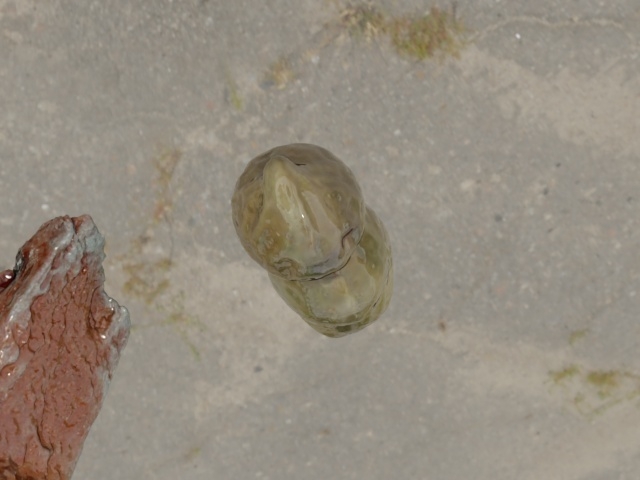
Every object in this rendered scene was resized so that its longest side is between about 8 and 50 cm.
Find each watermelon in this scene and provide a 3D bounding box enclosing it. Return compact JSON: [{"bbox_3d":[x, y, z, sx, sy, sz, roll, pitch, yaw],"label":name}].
[{"bbox_3d":[-0.157,0.072,0.491,0.121,0.158,0.098,-4,151,42],"label":"watermelon"}]

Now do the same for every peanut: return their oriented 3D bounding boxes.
[{"bbox_3d":[-0.001,0.000,0.625,0.086,0.104,0.228,-22,156,4],"label":"peanut"}]
